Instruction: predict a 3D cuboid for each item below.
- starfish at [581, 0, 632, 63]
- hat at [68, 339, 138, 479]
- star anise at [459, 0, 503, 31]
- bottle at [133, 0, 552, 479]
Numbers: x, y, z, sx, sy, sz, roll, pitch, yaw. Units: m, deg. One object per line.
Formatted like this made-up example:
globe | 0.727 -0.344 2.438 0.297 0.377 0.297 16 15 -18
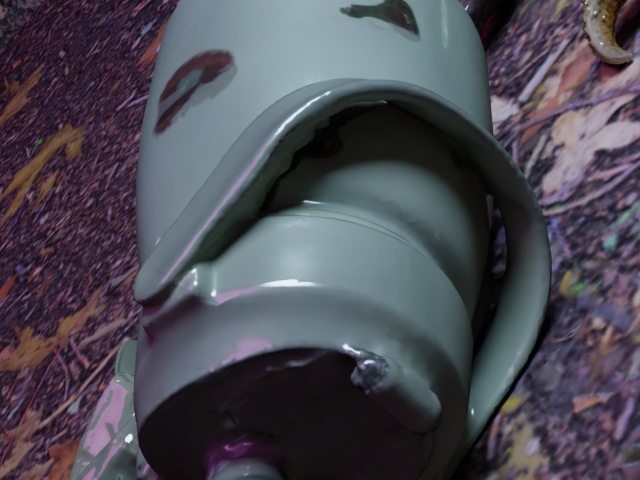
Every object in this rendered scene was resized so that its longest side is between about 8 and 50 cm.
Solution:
starfish | 0.234 -0.204 0.857 0.238 0.071 0.216 -50 18 16
hat | -0.115 0.143 0.962 0.166 0.081 0.122 -77 -6 -70
star anise | 0.124 -0.233 1.067 0.212 0.073 0.197 -43 29 8
bottle | 0.000 0.000 0.784 0.229 0.229 0.351 -36 28 27
